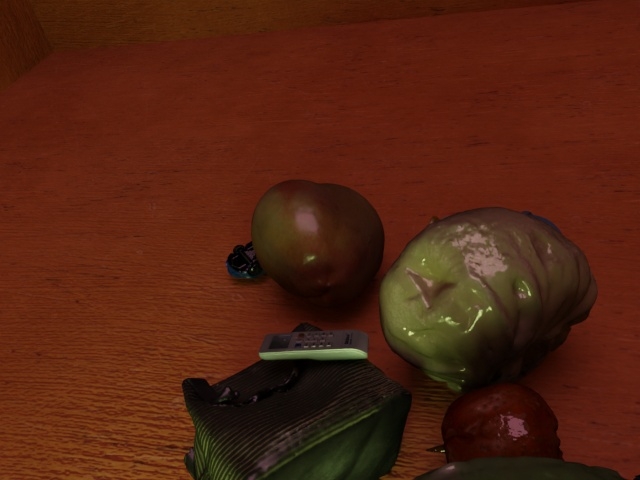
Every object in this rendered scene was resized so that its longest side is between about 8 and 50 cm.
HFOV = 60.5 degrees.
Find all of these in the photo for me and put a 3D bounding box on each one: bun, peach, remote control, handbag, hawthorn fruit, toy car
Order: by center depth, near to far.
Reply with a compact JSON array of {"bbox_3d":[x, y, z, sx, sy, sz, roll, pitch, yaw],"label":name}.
[{"bbox_3d":[0.253,0.302,0.818,0.200,0.179,0.179,-8,39,21],"label":"hawthorn fruit"},{"bbox_3d":[-0.009,0.161,0.827,0.162,0.029,0.061,-4,17,9],"label":"remote control"},{"bbox_3d":[-0.052,0.292,0.842,0.340,0.248,0.240,-21,40,-32],"label":"handbag"},{"bbox_3d":[0.277,0.117,0.901,0.359,0.360,0.211,-18,44,-7],"label":"bun"},{"bbox_3d":[-0.001,0.000,1.150,0.248,0.292,0.292,-56,42,14],"label":"peach"},{"bbox_3d":[-0.123,0.028,1.311,0.216,0.063,0.103,-32,44,-16],"label":"toy car"}]

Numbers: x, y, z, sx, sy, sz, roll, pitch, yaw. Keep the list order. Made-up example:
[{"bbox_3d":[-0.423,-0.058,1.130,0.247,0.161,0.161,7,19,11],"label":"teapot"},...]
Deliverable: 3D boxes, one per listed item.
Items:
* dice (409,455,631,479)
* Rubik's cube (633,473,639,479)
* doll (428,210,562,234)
[{"bbox_3d":[0.214,0.434,0.557,0.318,0.322,0.330,-7,42,6],"label":"dice"},{"bbox_3d":[0.484,0.386,0.653,0.180,0.184,0.167,-11,39,5],"label":"Rubik's cube"},{"bbox_3d":[0.373,0.009,1.150,0.313,0.141,0.177,10,48,28],"label":"doll"}]
